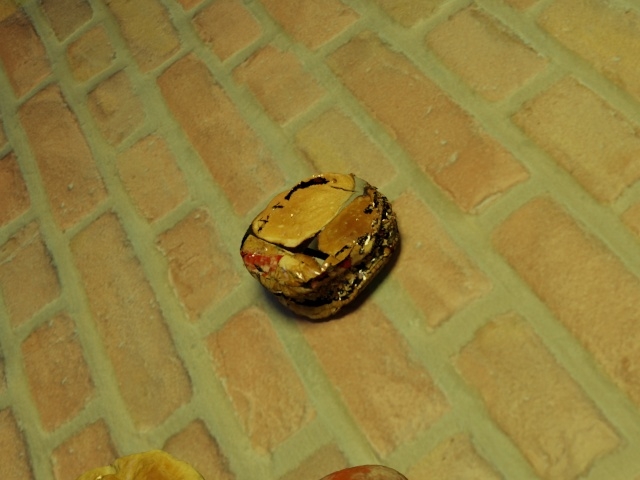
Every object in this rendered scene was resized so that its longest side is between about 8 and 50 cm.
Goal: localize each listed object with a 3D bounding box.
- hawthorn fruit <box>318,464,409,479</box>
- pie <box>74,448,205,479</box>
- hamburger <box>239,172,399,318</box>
[{"bbox_3d":[0.043,0.331,1.097,0.173,0.173,0.172,-18,46,20],"label":"hawthorn fruit"},{"bbox_3d":[-0.264,0.426,1.277,0.340,0.083,0.339,-19,43,19],"label":"pie"},{"bbox_3d":[0.000,0.000,1.448,0.231,0.106,0.231,-20,41,19],"label":"hamburger"}]
